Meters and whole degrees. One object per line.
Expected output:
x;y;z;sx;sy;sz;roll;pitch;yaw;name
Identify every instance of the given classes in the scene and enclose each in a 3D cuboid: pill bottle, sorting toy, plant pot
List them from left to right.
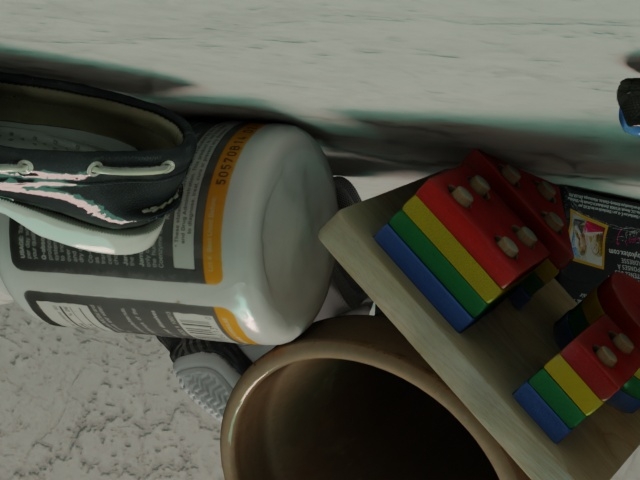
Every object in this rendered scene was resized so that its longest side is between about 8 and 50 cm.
-0.140;-0.011;1.381;0.278;0.162;0.162;4;175;24;pill bottle
0.089;0.141;1.454;0.263;0.263;0.229;2;-153;33;plant pot
0.155;0.042;1.353;0.257;0.089;0.255;48;-157;8;sorting toy

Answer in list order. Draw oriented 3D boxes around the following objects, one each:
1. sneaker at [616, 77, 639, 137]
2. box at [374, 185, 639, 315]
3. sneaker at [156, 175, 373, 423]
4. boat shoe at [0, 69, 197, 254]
0.216;-0.050;1.034;0.063;0.073;0.162;2;174;38;sneaker
0.185;0.037;1.660;0.163;0.142;0.247;10;174;-36;box
-0.091;-0.004;1.605;0.366;0.210;0.137;41;-169;25;sneaker
-0.227;-0.075;1.192;0.302;0.114;0.091;10;131;-26;boat shoe
